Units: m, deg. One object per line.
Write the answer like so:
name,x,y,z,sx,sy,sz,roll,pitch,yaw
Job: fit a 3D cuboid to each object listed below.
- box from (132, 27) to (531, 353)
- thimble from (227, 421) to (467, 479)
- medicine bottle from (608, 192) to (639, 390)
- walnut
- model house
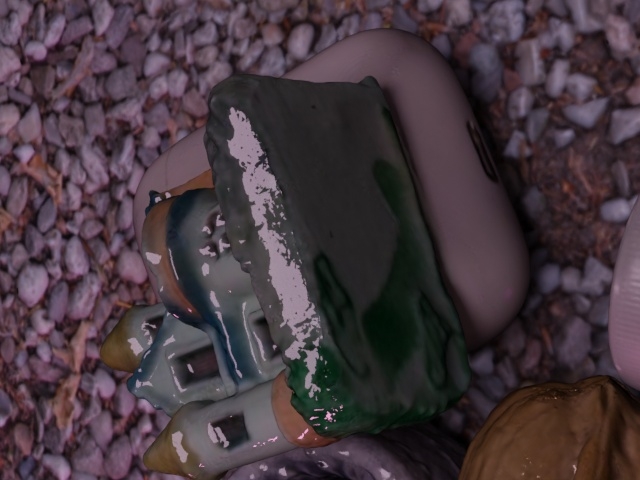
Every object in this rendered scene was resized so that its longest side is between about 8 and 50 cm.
box,-0.001,0.000,1.209,0.349,0.141,0.288,-29,77,31
thimble,0.029,0.264,1.186,0.245,0.157,0.217,-44,65,26
medicine bottle,0.379,0.053,0.908,0.340,0.208,0.208,15,99,33
walnut,0.193,0.220,1.052,0.198,0.198,0.245,14,99,33
model house,-0.086,0.053,1.076,0.325,0.194,0.267,-24,80,35
